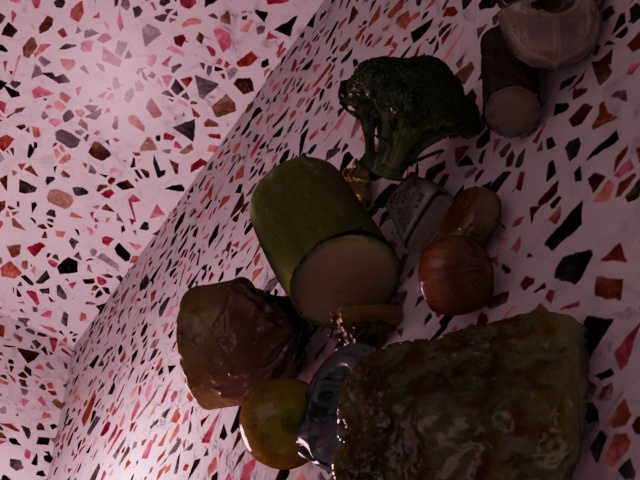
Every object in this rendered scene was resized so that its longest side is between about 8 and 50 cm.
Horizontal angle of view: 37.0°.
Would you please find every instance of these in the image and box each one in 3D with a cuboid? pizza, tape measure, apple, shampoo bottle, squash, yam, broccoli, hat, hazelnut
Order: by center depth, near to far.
[{"bbox_3d":[0.256,0.063,1.777,0.150,0.150,0.150,-47,26,31],"label":"hazelnut"},{"bbox_3d":[0.068,0.324,1.842,0.275,0.147,0.256,-24,42,54],"label":"tape measure"},{"bbox_3d":[0.451,-0.428,1.911,0.275,0.232,0.161,-81,-5,-71],"label":"hat"},{"bbox_3d":[0.392,-0.341,1.984,0.131,0.131,0.279,-43,26,37],"label":"yam"},{"bbox_3d":[-0.072,0.383,2.020,0.196,0.196,0.196,-47,26,31],"label":"apple"},{"bbox_3d":[0.079,0.207,2.031,0.194,0.154,0.069,111,149,-42],"label":"pizza"},{"bbox_3d":[0.199,-0.269,2.097,0.304,0.321,0.283,38,111,55],"label":"broccoli"},{"bbox_3d":[0.199,-0.076,2.150,0.153,0.071,0.284,-57,20,6],"label":"shampoo bottle"},{"bbox_3d":[0.000,0.000,2.174,0.263,0.263,0.384,-54,32,16],"label":"squash"}]

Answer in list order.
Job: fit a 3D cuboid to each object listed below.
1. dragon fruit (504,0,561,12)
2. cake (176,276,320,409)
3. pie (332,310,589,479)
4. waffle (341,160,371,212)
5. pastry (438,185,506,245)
[{"bbox_3d":[0.453,-0.631,2.066,0.250,0.269,0.291,-32,70,37],"label":"dragon fruit"},{"bbox_3d":[-0.151,0.239,2.311,0.321,0.332,0.332,-8,44,15],"label":"cake"},{"bbox_3d":[0.223,0.280,1.455,0.418,0.180,0.395,-24,38,21],"label":"pie"},{"bbox_3d":[0.048,-0.075,2.489,0.261,0.056,0.250,-39,32,37],"label":"waffle"},{"bbox_3d":[0.293,-0.037,1.881,0.153,0.081,0.153,-47,29,36],"label":"pastry"}]
